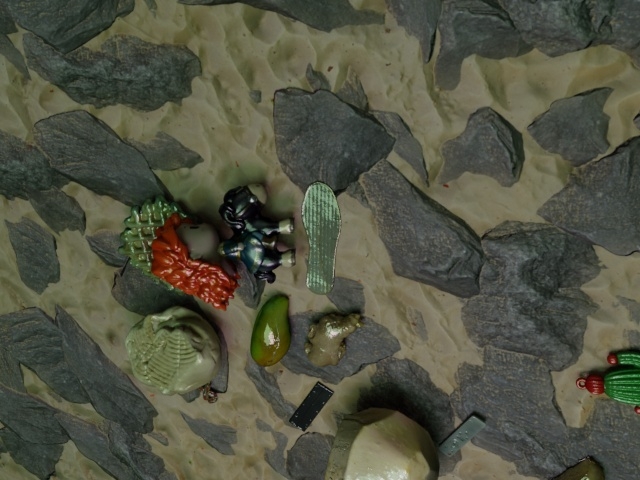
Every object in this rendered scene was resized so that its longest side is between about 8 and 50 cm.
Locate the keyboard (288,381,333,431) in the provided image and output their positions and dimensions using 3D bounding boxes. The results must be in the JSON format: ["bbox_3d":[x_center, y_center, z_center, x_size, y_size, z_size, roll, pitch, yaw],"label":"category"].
[{"bbox_3d":[-0.032,0.545,1.832,0.067,0.011,0.202,33,115,1],"label":"keyboard"}]

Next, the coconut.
[{"bbox_3d":[0.175,0.650,1.615,0.353,0.352,0.352,6,111,15],"label":"coconut"}]

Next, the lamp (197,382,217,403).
[{"bbox_3d":[-0.382,0.522,1.921,0.063,0.031,0.083,-22,105,24],"label":"lamp"}]

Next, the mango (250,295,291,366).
[{"bbox_3d":[-0.146,0.282,1.719,0.125,0.111,0.232,18,102,-5],"label":"mango"}]

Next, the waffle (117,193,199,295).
[{"bbox_3d":[-0.474,0.014,1.745,0.309,0.056,0.292,37,115,-1],"label":"waffle"}]

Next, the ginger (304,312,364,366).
[{"bbox_3d":[0.031,0.285,1.685,0.137,0.074,0.213,26,119,-4],"label":"ginger"}]

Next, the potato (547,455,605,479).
[{"bbox_3d":[0.746,0.717,1.617,0.100,0.089,0.172,44,114,-5],"label":"potato"}]

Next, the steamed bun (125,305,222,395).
[{"bbox_3d":[-0.439,0.346,1.782,0.289,0.203,0.276,-30,73,22],"label":"steamed bun"}]

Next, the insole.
[{"bbox_3d":[0.000,0.000,1.624,0.119,0.009,0.348,7,111,14],"label":"insole"}]

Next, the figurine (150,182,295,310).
[{"bbox_3d":[-0.262,0.015,1.575,0.412,0.241,0.306,-30,110,4],"label":"figurine"}]

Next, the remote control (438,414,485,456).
[{"bbox_3d":[0.429,0.592,1.704,0.050,0.027,0.184,35,120,3],"label":"remote control"}]

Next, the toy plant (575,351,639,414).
[{"bbox_3d":[0.819,0.368,1.473,0.240,0.088,0.154,23,103,19],"label":"toy plant"}]
